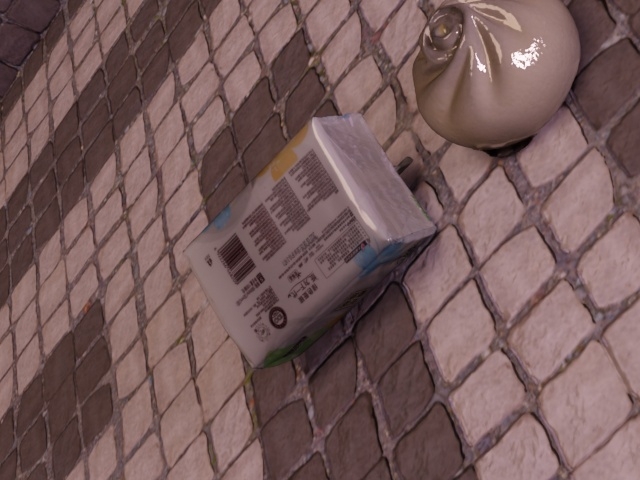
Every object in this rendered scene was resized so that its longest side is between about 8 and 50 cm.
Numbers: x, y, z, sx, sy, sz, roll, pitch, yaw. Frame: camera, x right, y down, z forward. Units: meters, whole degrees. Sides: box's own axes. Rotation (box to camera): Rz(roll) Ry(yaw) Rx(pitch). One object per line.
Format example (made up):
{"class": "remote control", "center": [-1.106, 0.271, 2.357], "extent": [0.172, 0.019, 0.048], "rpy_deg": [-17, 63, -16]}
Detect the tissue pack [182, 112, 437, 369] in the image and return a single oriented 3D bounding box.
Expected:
{"class": "tissue pack", "center": [0.000, 0.000, 1.399], "extent": [0.229, 0.145, 0.159], "rpy_deg": [-45, 69, 32]}

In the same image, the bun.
{"class": "bun", "center": [0.153, -0.174, 1.277], "extent": [0.173, 0.120, 0.172], "rpy_deg": [-35, 42, 38]}
